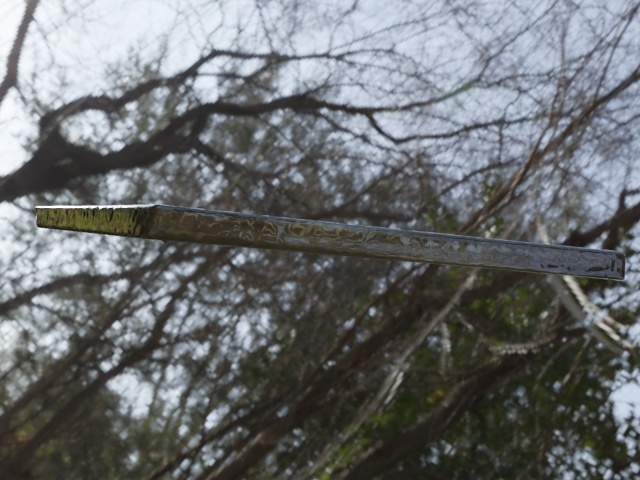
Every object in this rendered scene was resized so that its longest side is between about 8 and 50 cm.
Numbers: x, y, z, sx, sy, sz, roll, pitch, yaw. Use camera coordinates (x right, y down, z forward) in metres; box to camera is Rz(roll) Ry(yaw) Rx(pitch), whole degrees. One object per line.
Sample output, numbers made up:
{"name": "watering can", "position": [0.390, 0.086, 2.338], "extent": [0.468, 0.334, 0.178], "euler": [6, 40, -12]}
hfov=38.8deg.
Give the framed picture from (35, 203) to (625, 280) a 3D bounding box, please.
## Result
{"name": "framed picture", "position": [0.000, 0.000, 0.599], "extent": [0.240, 0.324, 0.020], "euler": [5, -90, 59]}
